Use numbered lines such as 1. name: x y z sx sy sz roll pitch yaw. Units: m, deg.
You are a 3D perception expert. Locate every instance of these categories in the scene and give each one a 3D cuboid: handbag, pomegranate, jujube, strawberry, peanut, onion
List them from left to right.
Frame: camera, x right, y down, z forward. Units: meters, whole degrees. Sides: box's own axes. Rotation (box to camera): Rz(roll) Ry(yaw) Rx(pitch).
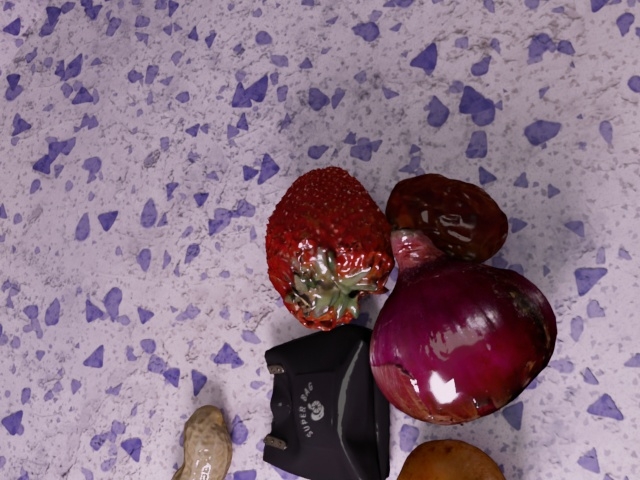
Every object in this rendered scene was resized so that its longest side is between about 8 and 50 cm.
1. peanut: -0.273 0.524 1.432 0.136 0.120 0.299 7 80 18
2. handbag: -0.002 0.351 1.349 0.287 0.152 0.343 -9 74 32
3. strawberry: 0.000 0.000 1.346 0.312 0.267 0.351 122 146 -42
4. jujube: 0.258 -0.044 1.302 0.250 0.174 0.174 19 87 25
5. onion: 0.233 0.137 1.170 0.347 0.348 0.385 -27 88 15
6. pomegranate: 0.247 0.494 1.173 0.248 0.248 0.248 -5 78 21
